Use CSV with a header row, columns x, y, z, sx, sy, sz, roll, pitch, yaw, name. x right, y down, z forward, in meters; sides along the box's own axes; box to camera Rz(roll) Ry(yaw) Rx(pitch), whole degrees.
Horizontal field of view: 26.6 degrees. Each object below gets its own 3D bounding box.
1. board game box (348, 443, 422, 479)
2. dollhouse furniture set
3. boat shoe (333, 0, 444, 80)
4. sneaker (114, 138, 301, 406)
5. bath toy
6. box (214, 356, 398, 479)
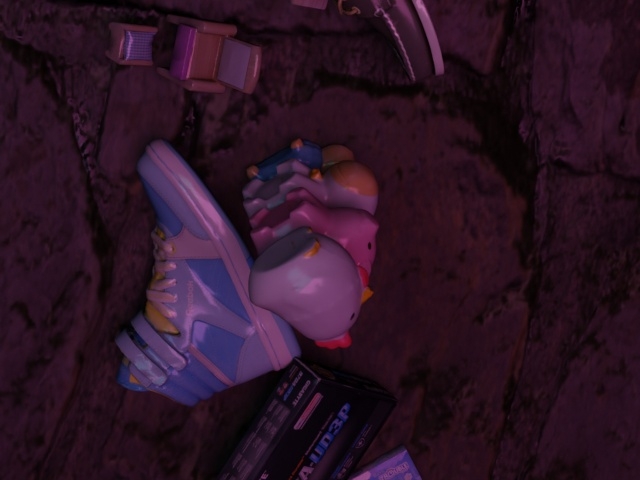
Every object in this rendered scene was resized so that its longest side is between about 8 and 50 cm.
x,y,z,sx,sy,sz,roll,pitch,yaw,name
0.088,0.322,1.750,0.090,0.020,0.090,-29,109,-3,board game box
-0.163,-0.286,1.347,0.303,0.198,0.286,-1,109,-44,dollhouse furniture set
0.041,-0.305,1.505,0.091,0.109,0.305,-29,105,-3,boat shoe
-0.175,0.058,1.553,0.208,0.127,0.319,-30,110,-4,sneaker
0.000,0.000,1.459,0.151,0.348,0.129,-27,112,10,bath toy
-0.023,0.257,1.645,0.175,0.051,0.220,24,102,-51,box
